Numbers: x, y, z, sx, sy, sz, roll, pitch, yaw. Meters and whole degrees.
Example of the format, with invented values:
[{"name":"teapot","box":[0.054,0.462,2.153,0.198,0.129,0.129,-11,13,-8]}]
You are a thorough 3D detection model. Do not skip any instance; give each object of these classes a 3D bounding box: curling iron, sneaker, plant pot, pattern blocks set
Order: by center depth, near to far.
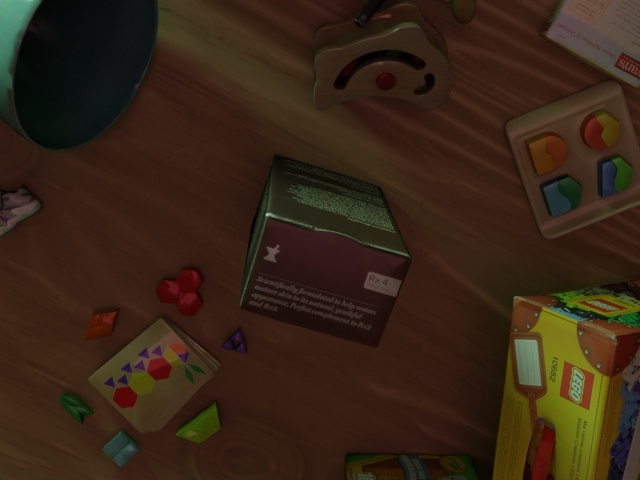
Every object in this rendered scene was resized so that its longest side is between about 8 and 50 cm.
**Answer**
[{"name":"plant pot","box":[-0.397,-0.297,1.281,0.195,0.290,0.290,28,103,17]},{"name":"curling iron","box":[0.143,-0.411,1.321,0.068,0.035,0.274,40,77,16]},{"name":"sneaker","box":[-0.501,-0.052,1.443,0.098,0.038,0.069,-36,101,-2]},{"name":"pattern blocks set","box":[-0.275,0.222,1.522,0.324,0.026,0.285,-32,103,6]}]

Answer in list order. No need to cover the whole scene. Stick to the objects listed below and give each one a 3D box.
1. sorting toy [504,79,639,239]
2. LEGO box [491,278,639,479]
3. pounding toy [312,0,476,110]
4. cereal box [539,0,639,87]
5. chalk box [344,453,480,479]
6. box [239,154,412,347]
[{"name":"sorting toy","box":[0.415,-0.125,1.448,0.192,0.038,0.208,-22,104,4]},{"name":"LEGO box","box":[0.465,0.326,1.405,0.372,0.193,0.501,-6,107,-33]},{"name":"pounding toy","box":[0.113,-0.292,1.383,0.269,0.155,0.154,-14,133,11]},{"name":"cereal box","box":[0.469,-0.377,1.381,0.173,0.047,0.240,28,102,-8]},{"name":"chalk box","box":[0.185,0.477,1.523,0.288,0.180,0.179,0,104,-3]},{"name":"box","box":[0.000,0.000,1.290,0.191,0.381,0.143,17,103,-6]}]
